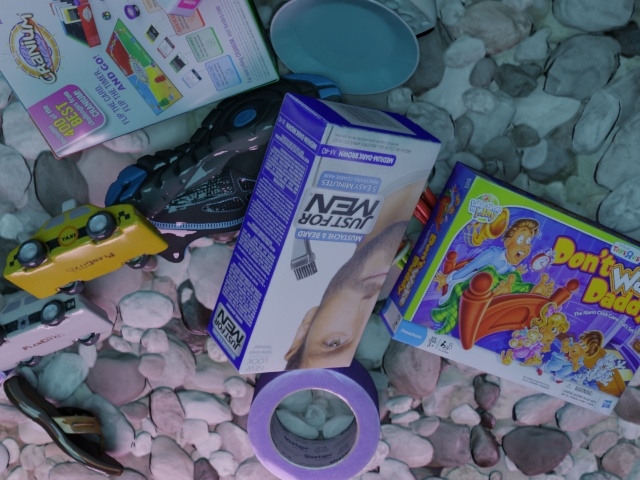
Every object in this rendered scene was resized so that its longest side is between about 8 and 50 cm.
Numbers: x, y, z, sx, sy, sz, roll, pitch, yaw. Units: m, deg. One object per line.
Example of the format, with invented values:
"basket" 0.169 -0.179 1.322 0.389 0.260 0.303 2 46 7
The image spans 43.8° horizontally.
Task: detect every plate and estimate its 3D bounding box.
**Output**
"plate" 0.031 -0.246 0.986 0.188 0.188 0.024 14 65 -2

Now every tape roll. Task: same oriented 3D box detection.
"tape roll" -0.008 0.254 1.153 0.189 0.080 0.189 1 105 2

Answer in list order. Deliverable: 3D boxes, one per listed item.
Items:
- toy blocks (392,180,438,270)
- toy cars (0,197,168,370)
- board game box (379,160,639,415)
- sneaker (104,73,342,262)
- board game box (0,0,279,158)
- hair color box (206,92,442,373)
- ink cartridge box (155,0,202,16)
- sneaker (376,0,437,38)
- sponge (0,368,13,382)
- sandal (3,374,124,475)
"toy blocks" 0.117 -0.021 1.086 0.123 0.054 0.148 -41 100 11
"toy cars" -0.344 0.054 1.055 0.176 0.087 0.394 6 143 -34
"board game box" 0.286 0.070 1.060 0.347 0.078 0.233 21 105 -16
"sneaker" -0.112 -0.098 1.057 0.341 0.125 0.140 -29 126 10
"board game box" -0.239 -0.258 0.977 0.316 0.064 0.242 -18 130 6
"hair color box" 0.000 0.000 1.010 0.185 0.110 0.339 3 119 -38
"ink cartridge box" -0.110 -0.402 0.787 0.186 0.065 0.311 47 114 6
"sneaker" 0.032 -0.407 0.945 0.322 0.130 0.236 20 73 -35
"sponge" -0.566 0.151 1.166 0.117 0.031 0.210 -37 102 11
"sandal" -0.370 0.268 1.178 0.219 0.090 0.060 44 80 -3
